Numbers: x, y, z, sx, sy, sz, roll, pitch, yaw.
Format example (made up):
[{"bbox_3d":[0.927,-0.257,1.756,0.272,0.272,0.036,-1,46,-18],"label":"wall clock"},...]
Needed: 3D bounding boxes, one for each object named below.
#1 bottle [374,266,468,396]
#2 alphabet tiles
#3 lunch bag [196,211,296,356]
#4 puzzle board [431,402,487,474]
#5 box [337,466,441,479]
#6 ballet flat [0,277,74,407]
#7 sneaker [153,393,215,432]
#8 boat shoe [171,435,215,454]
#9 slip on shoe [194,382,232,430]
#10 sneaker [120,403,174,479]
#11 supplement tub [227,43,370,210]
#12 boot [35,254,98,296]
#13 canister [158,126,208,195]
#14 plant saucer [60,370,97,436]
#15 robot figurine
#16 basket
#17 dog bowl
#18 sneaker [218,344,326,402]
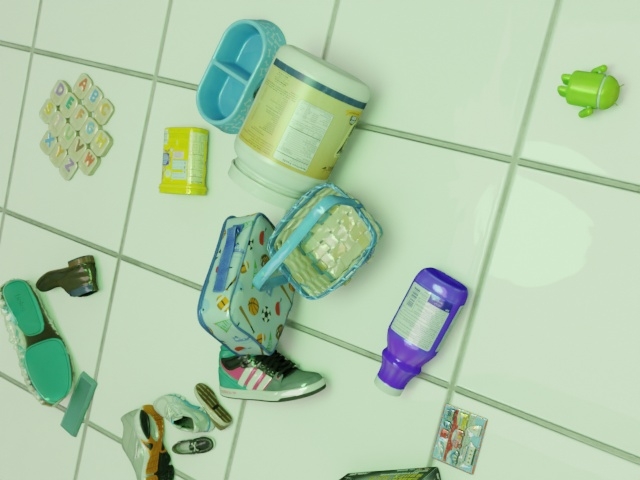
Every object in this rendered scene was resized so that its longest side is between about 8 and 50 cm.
[{"bbox_3d":[0.205,0.200,1.556,0.118,0.092,0.282,32,106,25],"label":"bottle"},{"bbox_3d":[-0.708,-0.325,2.093,0.284,0.021,0.278,48,111,20],"label":"alphabet tiles"},{"bbox_3d":[-0.161,0.092,1.634,0.115,0.243,0.303,-6,56,28],"label":"lunch bag"},{"bbox_3d":[0.296,0.425,1.557,0.096,0.011,0.128,17,99,28],"label":"puzzle board"},{"bbox_3d":[0.121,0.544,1.558,0.231,0.183,0.056,-15,84,29],"label":"box"},{"bbox_3d":[-0.831,0.302,2.130,0.147,0.147,0.408,-34,72,25],"label":"ballet flat"},{"bbox_3d":[-0.370,0.451,1.885,0.191,0.083,0.071,12,98,30],"label":"sneaker"},{"bbox_3d":[-0.331,0.534,1.889,0.125,0.038,0.046,-10,86,29],"label":"boat shoe"},{"bbox_3d":[-0.280,0.425,1.857,0.135,0.051,0.041,45,123,14],"label":"slip on shoe"},{"bbox_3d":[-0.472,0.576,1.947,0.121,0.099,0.262,-18,74,35],"label":"sneaker"},{"bbox_3d":[-0.054,-0.246,1.614,0.228,0.228,0.316,35,107,24],"label":"supplement tub"},{"bbox_3d":[-0.724,0.130,2.076,0.219,0.082,0.106,-26,76,25],"label":"boot"},{"bbox_3d":[-0.349,-0.203,1.868,0.126,0.073,0.169,5,92,29],"label":"canister"},{"bbox_3d":[-0.703,0.476,2.107,0.067,0.018,0.192,32,105,25],"label":"plant saucer"},{"bbox_3d":[0.515,-0.287,1.390,0.115,0.067,0.101,17,87,27],"label":"robot figurine"},{"bbox_3d":[0.000,0.000,1.553,0.255,0.289,0.201,-47,70,22],"label":"basket"},{"bbox_3d":[-0.203,-0.406,1.782,0.166,0.074,0.297,37,107,24],"label":"dog bowl"},{"bbox_3d":[-0.129,0.279,1.732,0.296,0.124,0.178,-5,98,30],"label":"sneaker"}]
